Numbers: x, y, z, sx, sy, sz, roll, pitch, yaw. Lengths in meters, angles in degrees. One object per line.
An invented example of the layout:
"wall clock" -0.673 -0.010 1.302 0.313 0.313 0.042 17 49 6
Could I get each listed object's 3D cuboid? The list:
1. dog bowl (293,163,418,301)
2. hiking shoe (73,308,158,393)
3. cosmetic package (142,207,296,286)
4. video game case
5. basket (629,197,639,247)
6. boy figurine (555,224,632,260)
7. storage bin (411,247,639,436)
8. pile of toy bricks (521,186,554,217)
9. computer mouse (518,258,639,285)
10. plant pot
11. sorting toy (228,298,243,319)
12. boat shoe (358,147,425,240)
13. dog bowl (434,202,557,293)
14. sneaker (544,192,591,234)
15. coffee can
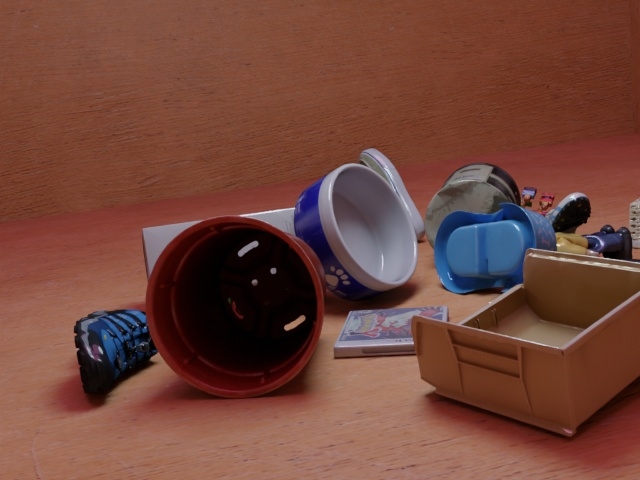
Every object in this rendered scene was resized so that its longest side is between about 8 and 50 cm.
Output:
"dog bowl" 0.074 -0.015 1.671 0.104 0.265 0.265 -28 -4 37
"hiking shoe" -0.334 0.167 1.399 0.132 0.113 0.304 -8 11 -6
"cosmetic package" -0.182 0.036 1.744 0.365 0.155 0.197 -10 -8 -11
"video game case" 0.127 0.155 1.437 0.183 0.023 0.201 -4 11 11
"basket" 0.782 -0.042 1.852 0.167 0.103 0.113 4 16 39
"boy figurine" 0.495 0.027 1.699 0.285 0.092 0.177 -11 9 -17
"storage bin" 0.302 0.121 1.132 0.262 0.123 0.260 -25 22 -35
"pile of toy bricks" 0.512 -0.066 2.180 0.212 0.118 0.105 9 49 26
"computer mouse" 0.481 0.070 1.438 0.272 0.072 0.188 -4 0 36
"plant pot" -0.108 0.091 1.353 0.272 0.273 0.265 -4 3 9
"sorting toy" -0.178 0.129 1.643 0.102 0.061 0.042 17 11 -2
"boat shoe" 0.170 -0.119 2.208 0.094 0.302 0.109 -19 -28 -22
"dog bowl" 0.339 0.019 1.616 0.074 0.166 0.297 2 -5 -28
"sneaker" 0.524 -0.048 1.804 0.085 0.086 0.237 -9 -24 -2
"coffee can" 0.362 -0.065 1.952 0.201 0.202 0.275 -3 12 17
